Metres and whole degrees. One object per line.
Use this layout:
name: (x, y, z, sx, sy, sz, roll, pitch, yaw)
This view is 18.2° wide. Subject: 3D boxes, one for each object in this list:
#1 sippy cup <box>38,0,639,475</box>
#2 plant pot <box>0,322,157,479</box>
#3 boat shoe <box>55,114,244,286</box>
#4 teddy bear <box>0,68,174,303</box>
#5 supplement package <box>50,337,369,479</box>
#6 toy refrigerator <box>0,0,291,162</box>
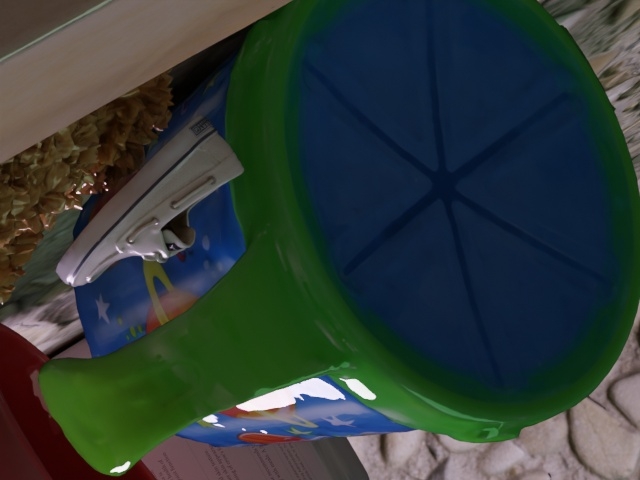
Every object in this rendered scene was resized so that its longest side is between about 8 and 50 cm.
sippy cup: (0.000, 0.000, 0.979, 0.305, 0.240, 0.224, 8, 159, -37)
plant pot: (-0.218, 0.226, 1.228, 0.243, 0.275, 0.275, -38, 172, 3)
boat shoe: (-0.067, -0.007, 0.794, 0.100, 0.035, 0.035, -43, -179, 29)
teddy bear: (-0.162, -0.003, 0.692, 0.245, 0.113, 0.338, -34, 172, 5)
supplement package: (-0.132, 0.173, 1.553, 0.263, 0.199, 0.198, -31, 173, 5)
toy refrigerator: (-0.060, -0.097, 0.509, 0.270, 0.102, 0.094, -30, 172, -7)
